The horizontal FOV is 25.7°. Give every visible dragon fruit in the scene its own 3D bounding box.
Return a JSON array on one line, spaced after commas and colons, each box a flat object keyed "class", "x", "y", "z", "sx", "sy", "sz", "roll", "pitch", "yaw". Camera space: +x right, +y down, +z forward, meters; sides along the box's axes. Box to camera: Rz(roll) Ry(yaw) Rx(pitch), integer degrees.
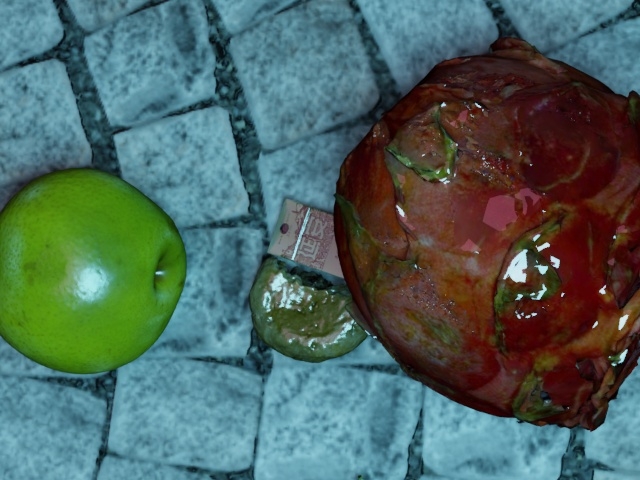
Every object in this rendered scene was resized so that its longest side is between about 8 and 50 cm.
[{"class": "dragon fruit", "x": 0.158, "y": -0.005, "z": 1.103, "sx": 0.295, "sy": 0.295, "sz": 0.301, "roll": -45, "pitch": 86, "yaw": 4}]

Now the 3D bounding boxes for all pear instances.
[{"class": "pear", "x": -0.227, "y": 0.025, "z": 1.233, "sx": 0.216, "sy": 0.166, "sz": 0.180, "roll": 3, "pitch": 101, "yaw": 30}]

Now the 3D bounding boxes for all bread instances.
[{"class": "bread", "x": -0.010, "y": 0.066, "z": 1.240, "sx": 0.113, "sy": 0.060, "sz": 0.082, "roll": 22, "pitch": 90, "yaw": 10}]

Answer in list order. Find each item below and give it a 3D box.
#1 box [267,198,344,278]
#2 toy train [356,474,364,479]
[{"class": "box", "x": 0.000, "y": 0.000, "z": 1.259, "sx": 0.083, "sy": 0.024, "sz": 0.053, "roll": 18, "pitch": 90, "yaw": 7}, {"class": "toy train", "x": 0.068, "y": 0.330, "z": 1.222, "sx": 0.085, "sy": 0.053, "sz": 0.249, "roll": -29, "pitch": 84, "yaw": 0}]
